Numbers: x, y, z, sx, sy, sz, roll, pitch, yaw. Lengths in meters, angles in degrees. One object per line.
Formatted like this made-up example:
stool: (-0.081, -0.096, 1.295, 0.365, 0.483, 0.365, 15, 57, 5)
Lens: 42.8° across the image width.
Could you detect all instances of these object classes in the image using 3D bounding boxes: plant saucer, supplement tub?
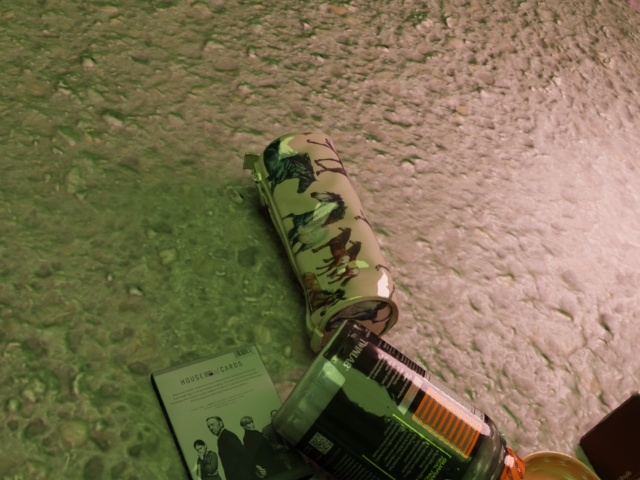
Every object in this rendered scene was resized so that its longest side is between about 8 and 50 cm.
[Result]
plant saucer: (0.378, 0.435, 1.297, 0.199, 0.037, 0.200, 9, 50, -11)
supplement tub: (0.116, 0.290, 1.206, 0.338, 0.207, 0.207, 36, 51, 4)

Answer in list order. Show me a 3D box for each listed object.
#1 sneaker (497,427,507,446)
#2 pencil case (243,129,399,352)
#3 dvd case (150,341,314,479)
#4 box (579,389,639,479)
sneaker: (0.220, 0.318, 1.334, 0.166, 0.065, 0.076, 21, 66, 3)
pencil case: (0.000, 0.000, 1.438, 0.183, 0.160, 0.410, -12, 57, -14)
dvd case: (-0.138, 0.283, 1.257, 0.179, 0.030, 0.239, -14, 58, -26)
box: (0.592, 0.428, 1.273, 0.143, 0.191, 0.382, -11, 58, -25)
